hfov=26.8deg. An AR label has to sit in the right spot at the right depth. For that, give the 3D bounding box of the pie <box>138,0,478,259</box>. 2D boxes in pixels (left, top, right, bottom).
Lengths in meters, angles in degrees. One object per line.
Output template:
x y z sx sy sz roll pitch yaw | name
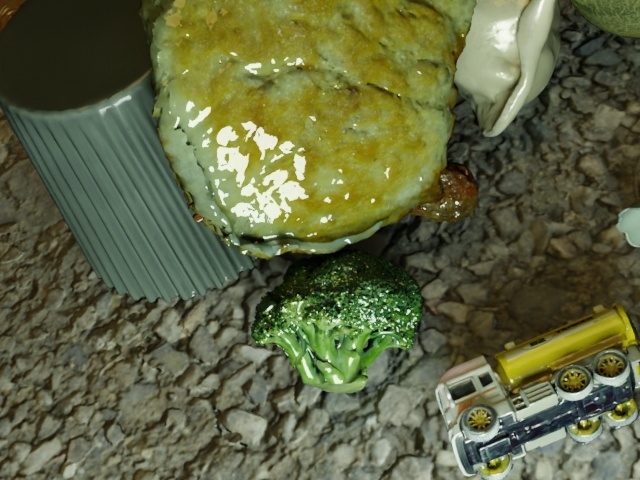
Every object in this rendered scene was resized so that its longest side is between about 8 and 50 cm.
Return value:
-0.011 -0.195 1.463 0.395 0.417 0.180 -14 18 -23 | pie

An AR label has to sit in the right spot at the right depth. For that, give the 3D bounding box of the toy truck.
0.231 0.152 1.388 0.227 0.098 0.114 -23 46 -1 | toy truck

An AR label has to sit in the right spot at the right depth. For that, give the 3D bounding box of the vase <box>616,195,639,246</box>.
0.400 -0.060 1.504 0.081 0.081 0.148 20 59 31 | vase

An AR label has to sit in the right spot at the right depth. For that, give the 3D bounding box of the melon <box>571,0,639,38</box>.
0.431 -0.370 1.621 0.302 0.237 0.237 -26 50 3 | melon

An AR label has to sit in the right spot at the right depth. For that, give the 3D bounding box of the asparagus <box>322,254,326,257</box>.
0.000 0.000 1.641 0.018 0.015 0.127 -24 49 -11 | asparagus

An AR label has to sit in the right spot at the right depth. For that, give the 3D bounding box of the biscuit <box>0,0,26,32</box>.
-0.399 -0.335 2.031 0.202 0.044 0.289 -44 50 -16 | biscuit

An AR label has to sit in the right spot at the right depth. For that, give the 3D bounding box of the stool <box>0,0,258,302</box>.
-0.216 -0.134 1.618 0.297 0.330 0.297 -10 52 13 | stool

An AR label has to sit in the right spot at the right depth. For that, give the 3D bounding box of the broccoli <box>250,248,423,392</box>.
0.020 0.084 1.479 0.195 0.195 0.156 1 75 21 | broccoli

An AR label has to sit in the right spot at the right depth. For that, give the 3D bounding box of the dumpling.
0.235 -0.296 1.630 0.187 0.243 0.318 -1 65 -33 | dumpling
